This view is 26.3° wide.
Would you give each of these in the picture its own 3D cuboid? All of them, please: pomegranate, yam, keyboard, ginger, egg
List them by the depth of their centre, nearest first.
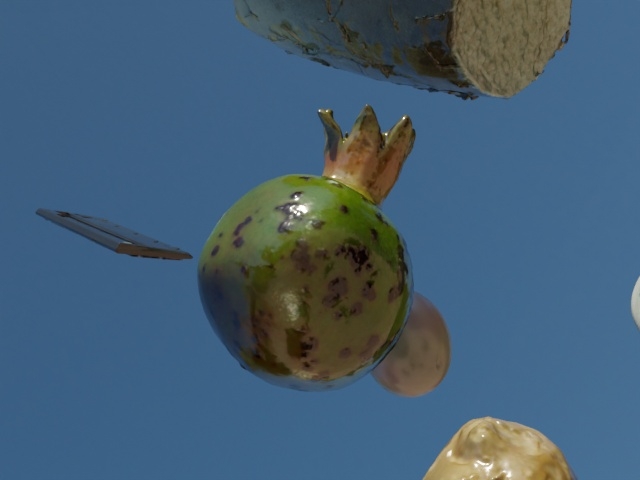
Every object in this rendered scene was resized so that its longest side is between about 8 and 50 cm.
[{"bbox_3d":[0.081,0.131,0.612,0.190,0.069,0.095,66,-136,-67],"label":"ginger"},{"bbox_3d":[-0.176,-0.006,1.130,0.067,0.202,0.011,8,-85,-30],"label":"keyboard"},{"bbox_3d":[-0.007,0.003,1.331,0.231,0.231,0.286,8,-84,-37],"label":"pomegranate"},{"bbox_3d":[0.089,-0.281,1.489,0.241,0.348,0.241,-20,-59,-37],"label":"yam"},{"bbox_3d":[0.098,0.117,1.574,0.103,0.135,0.103,-7,-39,-5],"label":"egg"}]

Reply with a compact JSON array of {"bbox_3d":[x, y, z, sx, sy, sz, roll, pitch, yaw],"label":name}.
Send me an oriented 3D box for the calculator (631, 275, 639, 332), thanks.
[{"bbox_3d":[0.275,0.024,0.897,0.153,0.095,0.021,-31,-33,-10],"label":"calculator"}]
